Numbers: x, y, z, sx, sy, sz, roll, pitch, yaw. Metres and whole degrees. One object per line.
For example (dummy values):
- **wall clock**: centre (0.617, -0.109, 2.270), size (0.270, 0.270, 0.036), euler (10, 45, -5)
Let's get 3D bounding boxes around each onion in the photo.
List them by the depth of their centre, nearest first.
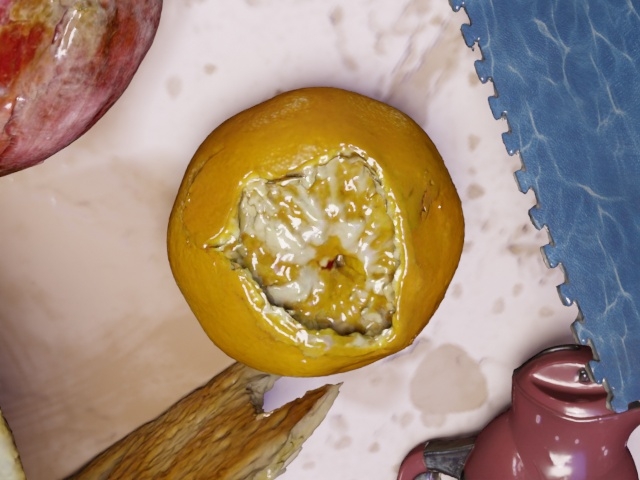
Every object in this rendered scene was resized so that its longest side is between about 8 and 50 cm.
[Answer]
- **onion**: centre (-0.156, -0.088, 0.495), size (0.159, 0.159, 0.195), euler (14, 117, -18)

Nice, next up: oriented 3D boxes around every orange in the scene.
- **orange**: centre (0.000, 0.000, 0.578), size (0.154, 0.134, 0.155), euler (-9, 118, -17)

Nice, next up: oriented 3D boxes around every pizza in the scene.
- **pizza**: centre (-0.089, 0.147, 0.617), size (0.262, 0.181, 0.034), euler (-45, 116, -19)

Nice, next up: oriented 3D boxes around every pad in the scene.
- **pad**: centre (0.222, -0.074, 0.582), size (0.269, 0.012, 0.270), euler (-19, 80, -5)

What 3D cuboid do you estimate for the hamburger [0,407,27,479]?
- **hamburger**: centre (-0.252, 0.138, 0.488), size (0.195, 0.318, 0.277), euler (-14, 153, -42)

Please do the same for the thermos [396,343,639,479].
- **thermos**: centre (0.117, 0.210, 0.720), size (0.109, 0.136, 0.330), euler (-7, 118, -41)
